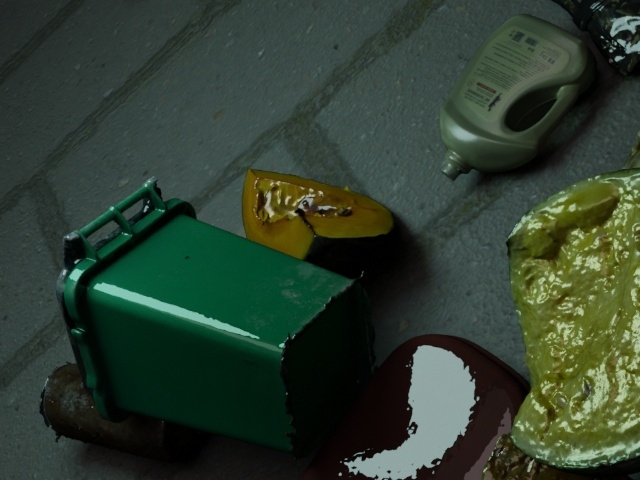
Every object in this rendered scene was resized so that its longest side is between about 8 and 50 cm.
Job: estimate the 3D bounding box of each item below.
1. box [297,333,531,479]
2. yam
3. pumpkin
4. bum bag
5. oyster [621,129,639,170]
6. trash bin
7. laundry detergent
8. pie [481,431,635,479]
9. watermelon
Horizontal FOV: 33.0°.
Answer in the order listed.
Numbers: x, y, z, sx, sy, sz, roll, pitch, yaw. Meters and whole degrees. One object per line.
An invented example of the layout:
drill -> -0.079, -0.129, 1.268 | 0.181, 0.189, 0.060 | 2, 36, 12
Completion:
box -> 0.102, 0.309, 1.314 | 0.404, 0.108, 0.263 | -53, 47, -2
yam -> -0.299, 0.264, 1.648 | 0.279, 0.131, 0.131 | 5, 66, 37
pumpkin -> 0.000, 0.000, 1.603 | 0.312, 0.169, 0.148 | -133, 51, -57
bum bag -> 0.401, -0.333, 1.519 | 0.248, 0.069, 0.102 | 60, 141, 42
oyster -> 0.383, -0.001, 1.319 | 0.294, 0.094, 0.166 | -56, 46, 20
trash bin -> -0.136, 0.106, 1.437 | 0.381, 0.295, 0.259 | 13, 37, 31
laundry detergent -> 0.260, -0.188, 1.523 | 0.253, 0.091, 0.181 | -52, 50, -1
pie -> 0.302, 0.310, 1.147 | 0.282, 0.068, 0.129 | 25, 79, 21
watermelon -> 0.341, 0.094, 1.144 | 0.330, 0.189, 0.331 | -23, 57, 40
